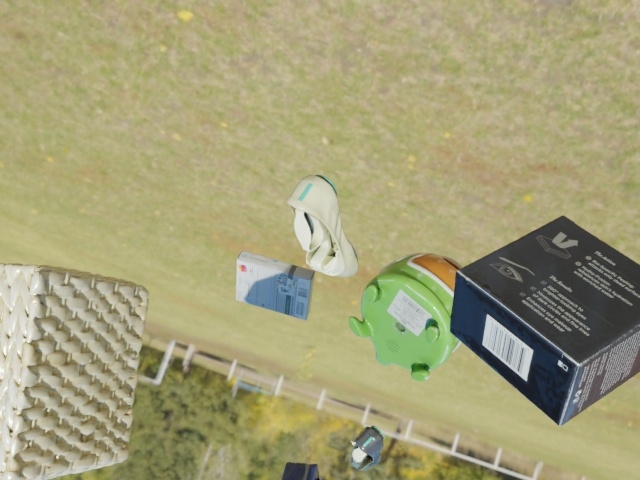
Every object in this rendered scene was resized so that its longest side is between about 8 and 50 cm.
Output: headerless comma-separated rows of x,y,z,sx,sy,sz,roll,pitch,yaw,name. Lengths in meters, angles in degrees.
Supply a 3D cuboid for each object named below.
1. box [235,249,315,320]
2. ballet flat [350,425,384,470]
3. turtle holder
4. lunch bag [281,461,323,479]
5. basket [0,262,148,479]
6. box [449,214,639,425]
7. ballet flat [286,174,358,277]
-0.111,0.110,1.904,0.186,0.038,0.145,14,133,9,box
0.094,0.455,1.699,0.074,0.074,0.203,17,152,8,ballet flat
0.226,0.173,1.757,0.243,0.227,0.320,18,132,36,turtle holder
-0.030,0.420,1.324,0.065,0.098,0.067,2,121,10,lunch bag
-0.471,0.201,1.236,0.267,0.328,0.331,2,171,18,basket
0.240,0.073,0.783,0.156,0.158,0.093,42,146,40,box
0.000,0.000,1.263,0.086,0.086,0.248,13,145,27,ballet flat
